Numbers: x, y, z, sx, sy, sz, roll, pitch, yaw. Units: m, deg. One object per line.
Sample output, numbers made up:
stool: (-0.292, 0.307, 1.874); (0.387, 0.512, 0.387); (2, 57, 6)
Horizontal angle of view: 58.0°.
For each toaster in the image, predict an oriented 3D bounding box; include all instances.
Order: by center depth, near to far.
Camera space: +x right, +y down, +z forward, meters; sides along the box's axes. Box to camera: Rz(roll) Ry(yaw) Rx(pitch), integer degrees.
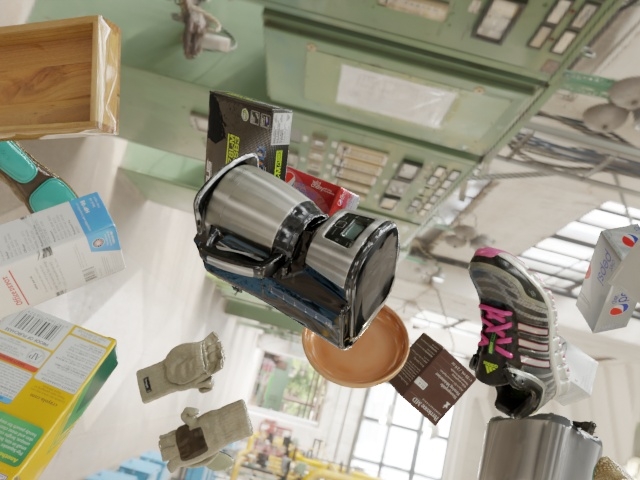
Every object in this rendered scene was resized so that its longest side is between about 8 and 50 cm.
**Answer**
toaster: (0.358, 0.374, 0.944); (0.227, 0.129, 0.147); (-35, -153, 59)

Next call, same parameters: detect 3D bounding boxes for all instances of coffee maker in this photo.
coffee maker: (-0.018, 0.017, 0.567); (0.120, 0.178, 0.171); (-56, 157, -15)

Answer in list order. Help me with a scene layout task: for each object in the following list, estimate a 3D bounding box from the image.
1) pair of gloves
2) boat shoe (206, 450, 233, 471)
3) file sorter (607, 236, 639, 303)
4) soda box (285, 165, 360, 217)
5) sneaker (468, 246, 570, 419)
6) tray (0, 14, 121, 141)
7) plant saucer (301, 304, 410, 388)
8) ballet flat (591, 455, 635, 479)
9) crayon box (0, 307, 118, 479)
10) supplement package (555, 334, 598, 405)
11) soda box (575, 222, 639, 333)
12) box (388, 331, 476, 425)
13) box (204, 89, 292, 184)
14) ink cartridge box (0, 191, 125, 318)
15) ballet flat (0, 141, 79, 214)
pair of gloves: (-0.252, 0.325, 1.157); (0.240, 0.204, 0.042); (61, 8, 24)
boat shoe: (-0.276, 0.529, 1.406); (0.043, 0.136, 0.049); (14, 80, -86)
file sorter: (0.735, 0.090, 1.063); (0.193, 0.173, 0.278); (-60, -143, 15)
soda box: (-0.030, -0.122, 1.450); (0.092, 0.263, 0.084); (19, 95, -50)
sneaker: (0.161, 0.087, 0.495); (0.074, 0.171, 0.063); (-36, -155, -23)
tray: (-0.577, -0.298, 1.104); (0.076, 0.410, 0.203); (8, 83, -74)
plant saucer: (0.065, 0.190, 1.071); (0.200, 0.199, 0.037); (-75, 171, -45)
ballet flat: (0.326, 0.312, 0.592); (0.067, 0.073, 0.206); (-52, -168, 43)
crayon box: (-0.514, 0.272, 0.961); (0.323, 0.202, 0.083); (-65, 173, -47)
supplement package: (0.586, 0.314, 1.455); (0.105, 0.179, 0.105); (-55, -179, -35)
soda box: (0.690, 0.096, 1.359); (0.286, 0.091, 0.098); (79, -2, -47)
box: (0.349, 0.440, 1.850); (0.203, 0.168, 0.167); (-48, -164, -3)
box: (-0.123, -0.133, 0.932); (0.045, 0.184, 0.191); (-11, 118, -42)
ink cartridge box: (-0.337, 0.022, 0.692); (0.060, 0.180, 0.104); (55, -26, 24)
ballet flat: (-0.702, -0.130, 1.418); (0.116, 0.342, 0.124); (-49, -162, -19)
